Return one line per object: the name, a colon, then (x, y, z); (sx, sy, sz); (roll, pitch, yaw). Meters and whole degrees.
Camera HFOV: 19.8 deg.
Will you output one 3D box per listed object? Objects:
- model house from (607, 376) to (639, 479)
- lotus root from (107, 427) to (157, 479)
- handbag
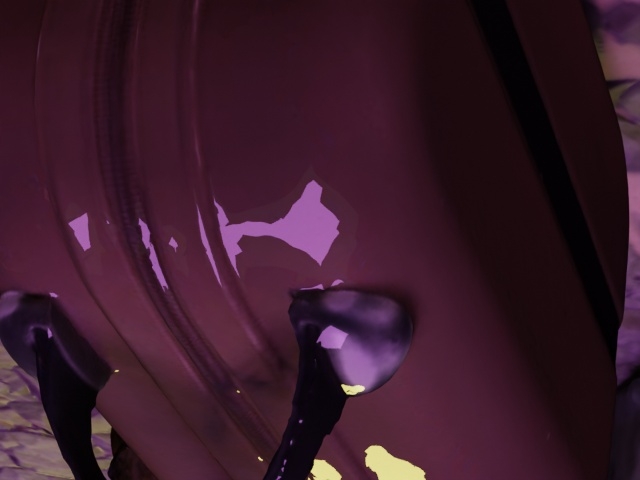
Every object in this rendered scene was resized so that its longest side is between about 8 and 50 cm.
model house: (0.229, 0.245, 0.978); (0.267, 0.194, 0.325); (15, 151, -7)
lotus root: (0.015, 0.142, 0.908); (0.152, 0.160, 0.275); (-28, 137, 12)
handbag: (0.000, 0.000, 0.572); (0.149, 0.283, 0.302); (0, 146, 20)
